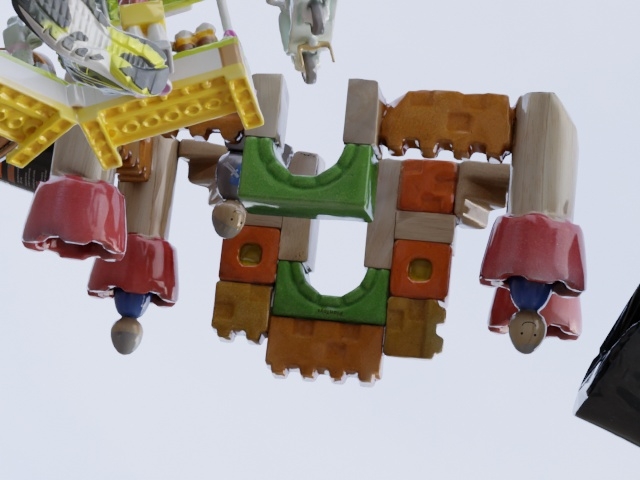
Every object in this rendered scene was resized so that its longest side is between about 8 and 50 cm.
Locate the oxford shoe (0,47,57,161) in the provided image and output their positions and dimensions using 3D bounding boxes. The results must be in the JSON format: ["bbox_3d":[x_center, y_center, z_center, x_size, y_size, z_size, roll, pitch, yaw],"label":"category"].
[{"bbox_3d":[-0.257,-0.077,1.174,0.212,0.076,0.076,-11,-106,27],"label":"oxford shoe"}]

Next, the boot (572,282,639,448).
[{"bbox_3d":[0.388,0.226,1.481,0.445,0.367,0.146,34,-11,-6],"label":"boot"}]

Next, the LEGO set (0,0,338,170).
[{"bbox_3d":[-0.138,-0.118,1.018,0.132,0.287,0.107,108,-26,-52],"label":"LEGO set"}]

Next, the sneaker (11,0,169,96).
[{"bbox_3d":[-0.106,-0.084,0.835,0.035,0.031,0.083,-12,-37,44],"label":"sneaker"}]

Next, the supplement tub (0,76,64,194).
[{"bbox_3d":[-0.290,-0.110,1.853,0.190,0.117,0.117,20,-40,7],"label":"supplement tub"}]

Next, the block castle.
[{"bbox_3d":[0.000,0.000,1.636,0.453,0.213,0.303,4,-12,8],"label":"block castle"}]
